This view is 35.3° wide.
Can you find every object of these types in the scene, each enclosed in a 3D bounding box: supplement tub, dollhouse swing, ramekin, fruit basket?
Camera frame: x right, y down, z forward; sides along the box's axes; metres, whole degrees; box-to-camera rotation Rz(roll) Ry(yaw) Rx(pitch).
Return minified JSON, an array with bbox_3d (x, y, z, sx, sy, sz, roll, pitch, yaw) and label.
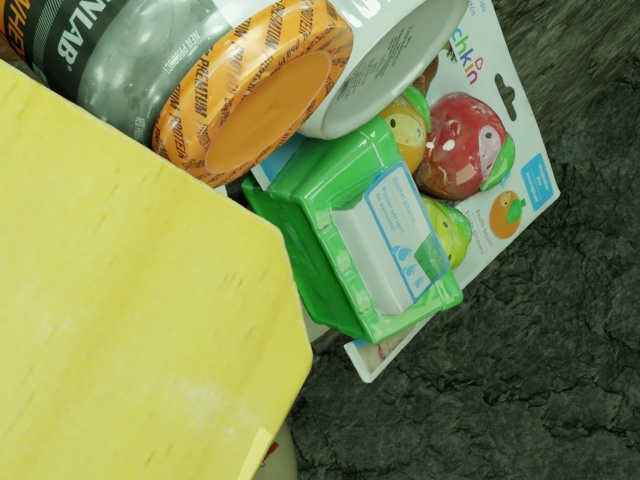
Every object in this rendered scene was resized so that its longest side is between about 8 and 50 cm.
[{"bbox_3d":[-0.083,-0.117,0.409,0.117,0.190,0.117,-42,169,-10],"label":"supplement tub"},{"bbox_3d":[-0.231,0.091,0.393,0.315,0.347,0.304,-10,-125,54],"label":"dollhouse swing"},{"bbox_3d":[0.023,-0.174,0.791,0.207,0.109,0.207,-41,170,-9],"label":"ramekin"},{"bbox_3d":[0.109,-0.075,1.049,0.353,0.327,0.165,-37,-151,-20],"label":"fruit basket"}]

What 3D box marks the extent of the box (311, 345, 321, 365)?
[{"bbox_3d":[-0.199,0.208,1.289,0.290,0.177,0.279,-48,167,22],"label":"box"}]

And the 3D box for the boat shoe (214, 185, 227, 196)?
[{"bbox_3d":[-0.145,0.079,0.733,0.091,0.109,0.304,-3,118,-36],"label":"boat shoe"}]

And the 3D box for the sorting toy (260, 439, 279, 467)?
[{"bbox_3d":[-0.112,0.305,1.369,0.132,0.046,0.274,-40,168,-19],"label":"sorting toy"}]

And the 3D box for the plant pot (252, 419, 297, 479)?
[{"bbox_3d":[-0.172,0.312,1.658,0.284,0.284,0.190,-25,125,-58],"label":"plant pot"}]

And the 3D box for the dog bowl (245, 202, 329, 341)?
[{"bbox_3d":[0.000,0.000,1.244,0.265,0.104,0.265,-45,158,-23],"label":"dog bowl"}]

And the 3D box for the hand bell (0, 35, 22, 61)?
[{"bbox_3d":[-0.180,-0.092,0.473,0.126,0.126,0.242,-48,-179,26],"label":"hand bell"}]
